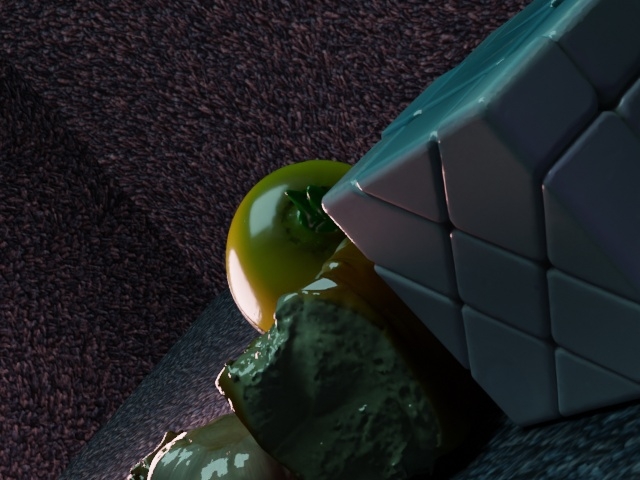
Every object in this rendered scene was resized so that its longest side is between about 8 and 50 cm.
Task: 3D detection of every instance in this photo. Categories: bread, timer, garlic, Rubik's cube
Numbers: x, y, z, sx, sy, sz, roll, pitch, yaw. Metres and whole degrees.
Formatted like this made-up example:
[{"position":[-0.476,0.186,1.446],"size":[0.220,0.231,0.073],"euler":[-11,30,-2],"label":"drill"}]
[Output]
[{"position":[0.053,0.132,1.601],"size":[0.225,0.250,0.279],"euler":[-42,4,22],"label":"bread"},{"position":[0.000,0.000,1.984],"size":[0.285,0.285,0.285],"euler":[-40,7,6],"label":"timer"},{"position":[-0.090,0.290,1.775],"size":[0.228,0.152,0.228],"euler":[-11,9,2],"label":"garlic"},{"position":[0.254,-0.055,1.393],"size":[0.316,0.319,0.322],"euler":[-46,7,-27],"label":"Rubik's cube"}]

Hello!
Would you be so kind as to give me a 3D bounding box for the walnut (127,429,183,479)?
[{"position":[-0.216,0.380,1.916],"size":[0.204,0.141,0.238],"euler":[-30,-27,-35],"label":"walnut"}]
